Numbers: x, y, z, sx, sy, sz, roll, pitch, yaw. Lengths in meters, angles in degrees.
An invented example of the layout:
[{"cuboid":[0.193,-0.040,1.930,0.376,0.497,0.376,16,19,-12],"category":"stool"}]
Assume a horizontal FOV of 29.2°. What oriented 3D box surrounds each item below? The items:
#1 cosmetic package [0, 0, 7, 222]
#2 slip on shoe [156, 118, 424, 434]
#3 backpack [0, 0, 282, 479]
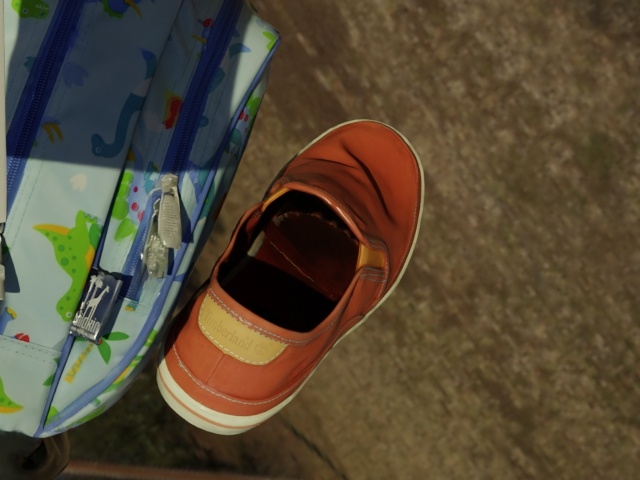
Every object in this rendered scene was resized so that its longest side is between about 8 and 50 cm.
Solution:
[{"cuboid":[-0.139,-0.128,0.372,0.099,0.060,0.239,19,111,50],"category":"cosmetic package"},{"cuboid":[0.000,0.000,0.858,0.123,0.331,0.101,34,130,5],"category":"slip on shoe"},{"cuboid":[-0.173,-0.034,0.750,0.290,0.273,0.355,165,110,-79],"category":"backpack"}]
